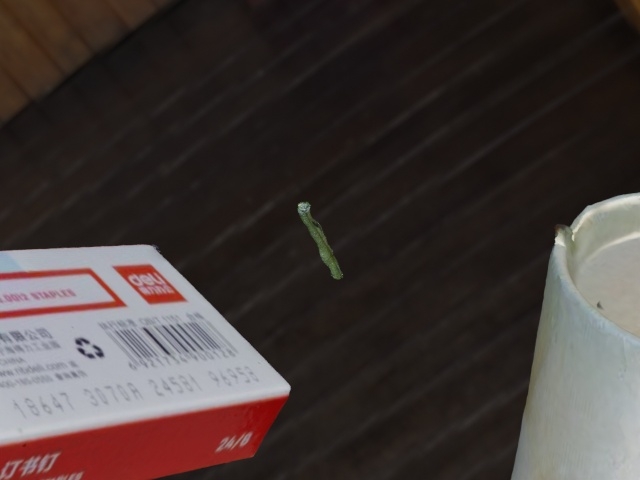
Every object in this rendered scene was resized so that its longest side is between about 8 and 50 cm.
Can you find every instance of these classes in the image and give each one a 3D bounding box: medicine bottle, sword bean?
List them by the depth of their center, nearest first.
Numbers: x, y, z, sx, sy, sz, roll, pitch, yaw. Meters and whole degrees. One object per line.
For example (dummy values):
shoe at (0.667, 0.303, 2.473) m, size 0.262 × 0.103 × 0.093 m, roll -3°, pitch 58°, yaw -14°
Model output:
medicine bottle at (0.235, 0.195, 1.204) m, size 0.236 × 0.406 × 0.236 m, roll 4°, pitch 29°, yaw -2°
sword bean at (0.000, 0.000, 1.313) m, size 0.012 × 0.083 × 0.012 m, roll -12°, pitch 50°, yaw 14°

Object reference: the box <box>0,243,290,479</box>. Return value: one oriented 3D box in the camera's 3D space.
box at (-0.125, 0.060, 0.876) m, size 0.123 × 0.229 × 0.050 m, roll 43°, pitch 114°, yaw 25°
